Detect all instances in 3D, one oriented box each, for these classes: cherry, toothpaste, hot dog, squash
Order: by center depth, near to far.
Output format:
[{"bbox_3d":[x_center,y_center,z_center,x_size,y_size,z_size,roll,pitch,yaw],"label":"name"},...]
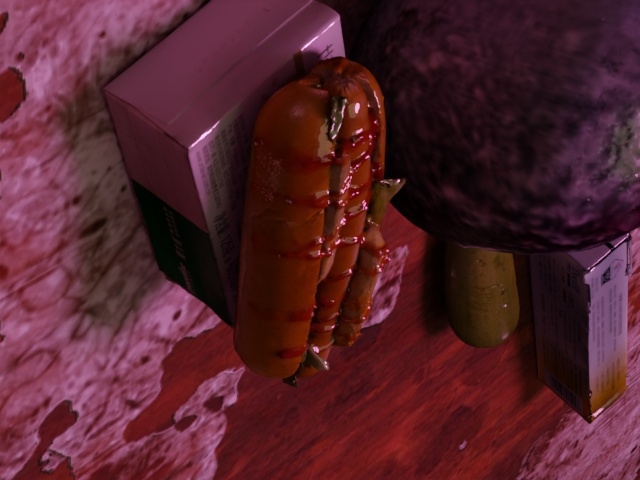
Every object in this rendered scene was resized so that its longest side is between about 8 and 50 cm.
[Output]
[{"bbox_3d":[0.000,0.000,1.056,0.104,0.076,0.250,-32,143,-38],"label":"hot dog"},{"bbox_3d":[0.142,-0.113,1.140,0.255,0.296,0.218,-50,125,-9],"label":"cherry"},{"bbox_3d":[0.139,0.027,1.474,0.066,0.066,0.201,-42,149,-23],"label":"squash"},{"bbox_3d":[0.256,0.070,1.680,0.071,0.089,0.313,-38,149,-14],"label":"toothpaste"}]

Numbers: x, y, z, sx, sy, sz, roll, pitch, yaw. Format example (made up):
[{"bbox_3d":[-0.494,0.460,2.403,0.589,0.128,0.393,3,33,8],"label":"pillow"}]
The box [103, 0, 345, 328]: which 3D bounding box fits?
[{"bbox_3d":[-0.048,-0.056,1.081,0.135,0.081,0.199,-43,152,-23],"label":"box"}]
